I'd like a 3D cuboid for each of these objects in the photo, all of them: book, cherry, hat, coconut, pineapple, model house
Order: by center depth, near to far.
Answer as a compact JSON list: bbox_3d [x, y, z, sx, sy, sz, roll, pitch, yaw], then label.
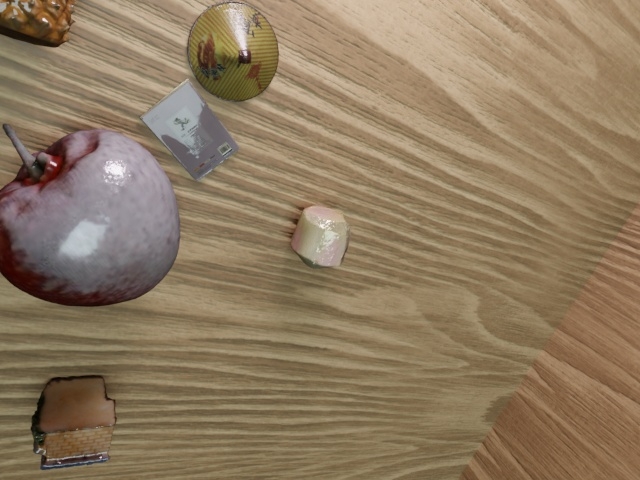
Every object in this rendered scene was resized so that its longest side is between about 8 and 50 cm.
[{"bbox_3d":[-0.438,-0.478,0.671,0.169,0.169,0.340,8,104,-30],"label":"pineapple"},{"bbox_3d":[-0.410,-0.037,0.842,0.335,0.291,0.326,22,94,-53],"label":"cherry"},{"bbox_3d":[-0.161,-0.370,0.899,0.193,0.082,0.192,-11,119,-21],"label":"hat"},{"bbox_3d":[-0.272,-0.228,0.959,0.127,0.014,0.181,-39,126,-3],"label":"book"},{"bbox_3d":[-0.575,0.441,1.056,0.167,0.183,0.172,3,113,-28],"label":"model house"},{"bbox_3d":[0.000,0.000,1.142,0.147,0.147,0.152,7,110,-30],"label":"coconut"}]
